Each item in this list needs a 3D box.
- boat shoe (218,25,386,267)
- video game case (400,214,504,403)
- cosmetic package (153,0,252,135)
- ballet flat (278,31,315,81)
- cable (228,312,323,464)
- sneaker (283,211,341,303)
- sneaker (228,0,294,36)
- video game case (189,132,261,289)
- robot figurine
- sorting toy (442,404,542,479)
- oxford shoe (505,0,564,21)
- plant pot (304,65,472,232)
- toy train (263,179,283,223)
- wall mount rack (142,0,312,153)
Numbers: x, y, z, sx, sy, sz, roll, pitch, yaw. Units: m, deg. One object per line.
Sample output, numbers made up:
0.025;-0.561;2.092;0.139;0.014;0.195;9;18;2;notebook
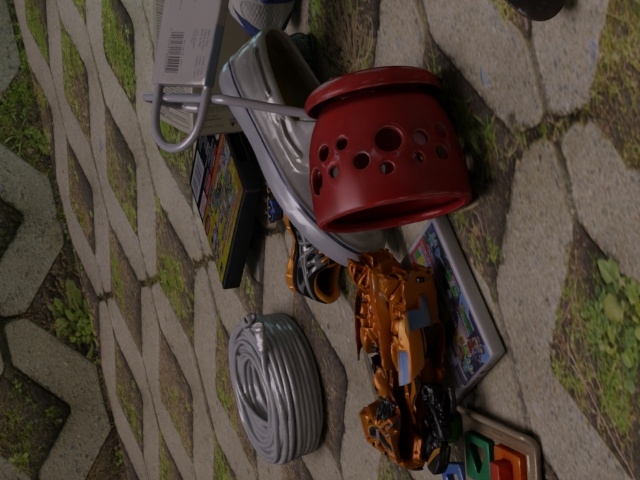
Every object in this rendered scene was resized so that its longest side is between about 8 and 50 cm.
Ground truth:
0.005;-0.144;1.971;0.156;0.136;0.367;-46;64;39;boat shoe
0.161;0.092;1.858;0.183;0.023;0.201;118;135;-59;video game case
-0.189;-0.335;2.295;0.160;0.113;0.309;31;124;56;cosmetic package
-0.033;-0.207;2.102;0.070;0.070;0.188;-171;70;-67;ballet flat
-0.080;0.248;2.440;0.257;0.089;0.257;151;104;-68;cable
0.000;0.000;2.135;0.083;0.084;0.215;36;139;40;sneaker
-0.065;-0.395;2.015;0.131;0.112;0.296;49;148;41;sneaker
-0.167;-0.094;2.498;0.275;0.035;0.248;107;150;-50;video game case
0.102;0.165;1.882;0.211;0.085;0.291;-157;60;-67;robot figurine
0.219;0.318;1.809;0.348;0.047;0.196;-164;63;-65;sorting toy
0.197;-0.304;1.516;0.212;0.076;0.076;62;-176;28;oxford shoe
0.076;-0.112;1.735;0.191;0.191;0.174;154;109;-67;plant pot
-0.075;-0.097;2.318;0.036;0.027;0.158;32;131;46;toy train
-0.098;-0.277;1.912;0.304;0.130;0.350;8;89;43;wall mount rack
